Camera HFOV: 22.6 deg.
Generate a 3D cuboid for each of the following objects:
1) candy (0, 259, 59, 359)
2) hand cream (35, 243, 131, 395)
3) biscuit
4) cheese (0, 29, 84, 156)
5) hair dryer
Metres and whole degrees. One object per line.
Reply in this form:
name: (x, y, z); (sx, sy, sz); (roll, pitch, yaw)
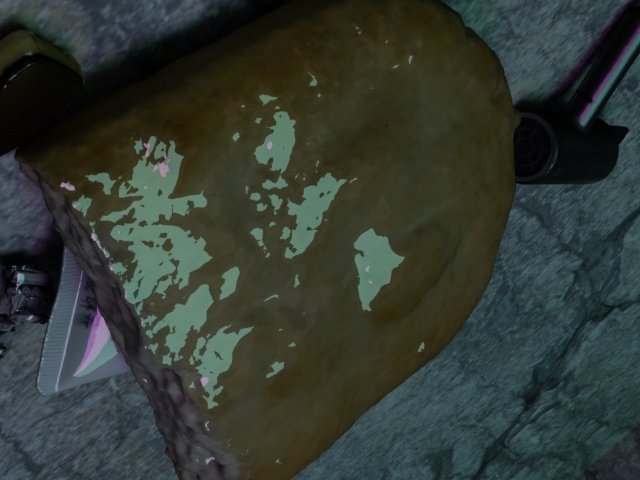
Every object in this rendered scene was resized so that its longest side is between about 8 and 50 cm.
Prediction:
candy: (-0.308, 0.096, 1.311); (0.226, 0.051, 0.094); (-35, 151, -7)
hand cream: (-0.093, 0.034, 1.426); (0.359, 0.118, 0.185); (-4, 116, -45)
biscuit: (0.001, 0.000, 1.345); (0.446, 0.104, 0.429); (-32, 129, -23)
cheese: (-0.241, -0.077, 1.128); (0.162, 0.036, 0.086); (-43, 156, 10)
hair dryer: (0.308, -0.164, 1.678); (0.196, 0.078, 0.248); (-3, 132, -53)
